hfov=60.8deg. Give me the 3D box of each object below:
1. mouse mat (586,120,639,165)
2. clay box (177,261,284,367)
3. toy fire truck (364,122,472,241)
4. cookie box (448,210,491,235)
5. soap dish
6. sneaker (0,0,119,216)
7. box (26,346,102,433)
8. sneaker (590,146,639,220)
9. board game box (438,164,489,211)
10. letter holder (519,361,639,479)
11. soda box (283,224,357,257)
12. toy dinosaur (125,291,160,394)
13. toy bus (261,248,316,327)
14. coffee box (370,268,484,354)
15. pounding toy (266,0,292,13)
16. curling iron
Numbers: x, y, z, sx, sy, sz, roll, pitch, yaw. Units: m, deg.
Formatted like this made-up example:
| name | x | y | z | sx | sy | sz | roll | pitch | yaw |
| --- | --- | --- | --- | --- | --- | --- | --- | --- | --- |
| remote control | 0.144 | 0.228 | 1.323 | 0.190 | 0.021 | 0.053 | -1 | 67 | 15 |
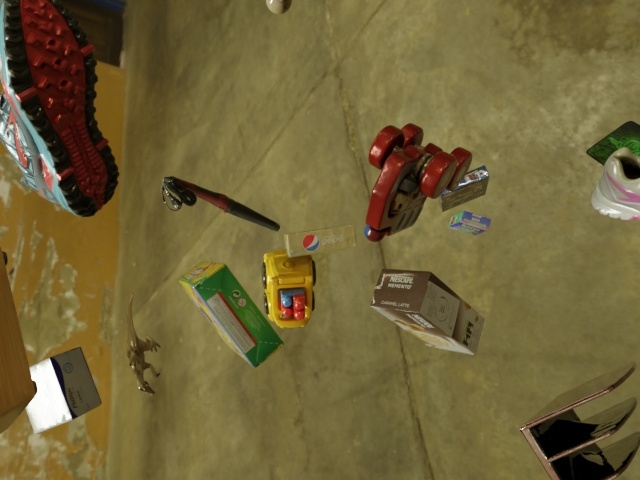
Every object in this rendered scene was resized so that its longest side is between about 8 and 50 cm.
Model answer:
| name | x | y | z | sx | sy | sz | roll | pitch | yaw |
| --- | --- | --- | --- | --- | --- | --- | --- | --- | --- |
| mouse mat | 0.854 | -0.249 | 1.507 | 0.153 | 0.007 | 0.189 | -37 | 39 | 9 |
| clay box | -0.133 | 0.093 | 0.750 | 0.127 | 0.053 | 0.222 | 55 | 162 | -10 |
| toy fire truck | 0.196 | -0.115 | 1.239 | 0.169 | 0.302 | 0.254 | 32 | 116 | 21 |
| cookie box | 0.461 | -0.053 | 1.690 | 0.107 | 0.092 | 0.040 | 127 | 161 | -79 |
| soap dish | -0.529 | 0.158 | 0.812 | 0.229 | 0.118 | 0.291 | -40 | 66 | 41 |
| sneaker | -0.313 | -0.142 | 0.586 | 0.104 | 0.125 | 0.262 | -56 | -22 | -47 |
| box | -0.515 | 0.293 | 1.068 | 0.137 | 0.072 | 0.126 | -25 | 85 | 30 |
| sneaker | 0.550 | -0.076 | 0.845 | 0.252 | 0.111 | 0.103 | 21 | 57 | 41 |
| board game box | 0.479 | -0.170 | 1.843 | 0.165 | 0.243 | 0.042 | -23 | 76 | 10 |
| letter holder | 0.588 | 0.376 | 1.129 | 0.214 | 0.302 | 0.152 | -41 | 66 | 29 |
| soda box | 0.000 | 0.000 | 1.419 | 0.058 | 0.181 | 0.061 | -171 | 73 | -79 |
| toy dinosaur | -0.310 | 0.183 | 0.915 | 0.093 | 0.053 | 0.183 | -2 | 98 | 53 |
| toy bus | -0.077 | 0.162 | 1.474 | 0.211 | 0.149 | 0.220 | -109 | 17 | -60 |
| coffee box | 0.248 | 0.164 | 1.247 | 0.141 | 0.246 | 0.098 | 1 | 62 | 46 |
| pounding toy | 0.003 | -0.546 | 1.064 | 0.237 | 0.110 | 0.183 | -64 | 25 | -5 |
| curling iron | -0.193 | -0.062 | 1.076 | 0.035 | 0.274 | 0.068 | -23 | 59 | 41 |
